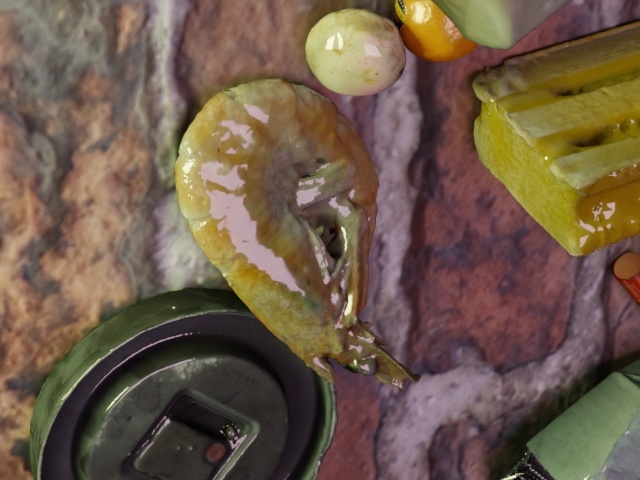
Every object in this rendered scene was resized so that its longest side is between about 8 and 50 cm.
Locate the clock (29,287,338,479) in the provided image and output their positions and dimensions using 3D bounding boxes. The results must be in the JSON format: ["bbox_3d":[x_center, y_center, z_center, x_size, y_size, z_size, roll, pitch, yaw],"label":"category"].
[{"bbox_3d":[-0.121,0.170,1.537,0.280,0.055,0.281,-13,123,-20],"label":"clock"}]

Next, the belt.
[{"bbox_3d":[0.330,0.245,1.770,0.325,0.122,0.260,-39,132,-3],"label":"belt"}]

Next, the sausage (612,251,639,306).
[{"bbox_3d":[0.330,0.060,1.715,0.034,0.034,0.129,-43,128,2],"label":"sausage"}]

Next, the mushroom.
[{"bbox_3d":[0.029,-0.155,1.420,0.083,0.067,0.083,4,143,3],"label":"mushroom"}]

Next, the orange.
[{"bbox_3d":[0.101,-0.186,1.429,0.083,0.083,0.084,-12,122,-20],"label":"orange"}]

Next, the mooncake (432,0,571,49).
[{"bbox_3d":[0.084,-0.285,1.256,0.136,0.250,0.254,-37,126,-1],"label":"mooncake"}]

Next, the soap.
[{"bbox_3d":[0.305,-0.108,1.507,0.315,0.199,0.091,-20,129,-17],"label":"soap"}]

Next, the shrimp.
[{"bbox_3d":[0.000,0.000,1.470,0.168,0.077,0.317,-43,117,-9],"label":"shrimp"}]
